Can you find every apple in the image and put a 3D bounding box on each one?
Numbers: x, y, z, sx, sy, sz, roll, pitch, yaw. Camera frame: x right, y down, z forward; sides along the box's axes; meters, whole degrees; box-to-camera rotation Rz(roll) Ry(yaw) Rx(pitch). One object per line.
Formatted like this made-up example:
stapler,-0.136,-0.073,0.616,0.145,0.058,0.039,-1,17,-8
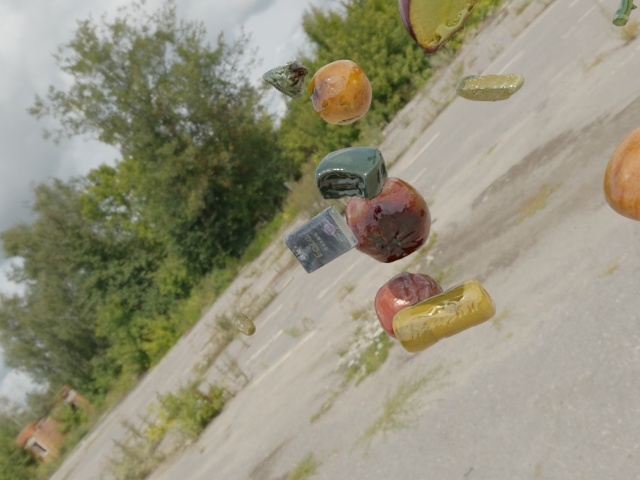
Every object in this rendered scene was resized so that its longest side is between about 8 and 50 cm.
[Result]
apple,0.943,-0.192,1.618,0.299,0.298,0.275,-56,-31,-52

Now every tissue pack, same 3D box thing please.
tissue pack,0.000,0.000,1.421,0.156,0.112,0.051,-32,6,35

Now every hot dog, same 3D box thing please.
hot dog,0.579,-0.517,2.008,0.242,0.073,0.084,11,61,44

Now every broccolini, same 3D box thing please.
broccolini,0.606,-0.468,1.136,0.216,0.058,0.067,-60,5,-35

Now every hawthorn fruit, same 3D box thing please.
hawthorn fruit,0.307,0.240,1.928,0.242,0.241,0.272,-46,31,22
hawthorn fruit,0.189,-0.088,1.749,0.254,0.254,0.300,-45,37,28

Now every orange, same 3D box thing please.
orange,0.076,-0.565,2.277,0.246,0.246,0.246,-47,6,7

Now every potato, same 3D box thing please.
potato,-0.229,0.254,1.776,0.051,0.083,0.040,-17,-38,-44

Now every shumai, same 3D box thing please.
shumai,-0.134,-0.665,2.355,0.142,0.184,0.184,-58,5,5

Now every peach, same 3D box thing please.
peach,0.397,-0.835,2.033,0.201,0.257,0.362,-102,19,-62

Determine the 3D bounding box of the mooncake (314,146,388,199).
mooncake,0.076,-0.154,1.428,0.168,0.104,0.175,-25,31,-22

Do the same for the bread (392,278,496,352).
bread,0.363,0.222,1.761,0.305,0.142,0.091,-28,-17,14
